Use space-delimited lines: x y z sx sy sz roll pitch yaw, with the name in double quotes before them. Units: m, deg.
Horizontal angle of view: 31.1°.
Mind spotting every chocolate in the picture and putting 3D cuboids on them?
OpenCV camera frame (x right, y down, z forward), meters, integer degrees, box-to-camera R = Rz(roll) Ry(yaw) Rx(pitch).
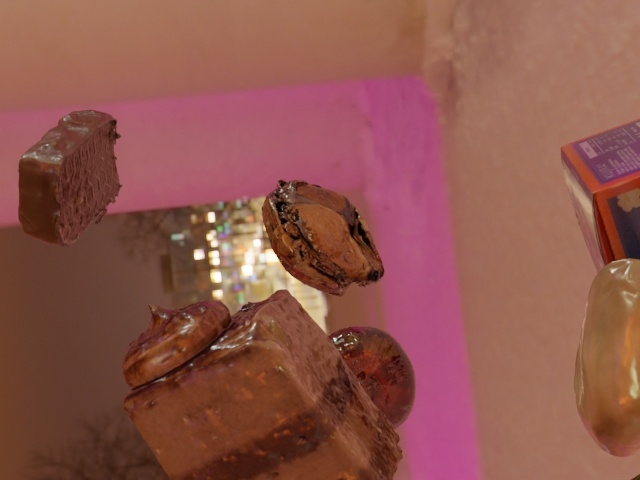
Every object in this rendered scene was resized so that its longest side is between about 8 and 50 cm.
"chocolate" -0.373 -0.093 1.688 0.214 0.093 0.148 -56 -29 -58

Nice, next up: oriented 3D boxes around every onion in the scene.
"onion" 0.080 0.297 2.365 0.190 0.246 0.246 -68 -28 -84

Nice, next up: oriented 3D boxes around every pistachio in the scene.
"pistachio" 0.479 0.185 1.787 0.187 0.188 0.299 109 164 -77

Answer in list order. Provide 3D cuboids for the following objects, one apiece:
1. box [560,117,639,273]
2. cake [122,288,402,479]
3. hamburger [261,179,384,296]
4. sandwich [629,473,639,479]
"box" 0.614 -0.031 2.095 0.348 0.257 0.318 -84 -25 -71
"cake" -0.069 0.169 1.221 0.293 0.199 0.196 58 -163 -6
"hamburger" 0.000 0.000 1.878 0.231 0.107 0.231 41 -153 -26
"sandwich" 0.485 0.332 1.442 0.212 0.292 0.109 45 -157 -57
